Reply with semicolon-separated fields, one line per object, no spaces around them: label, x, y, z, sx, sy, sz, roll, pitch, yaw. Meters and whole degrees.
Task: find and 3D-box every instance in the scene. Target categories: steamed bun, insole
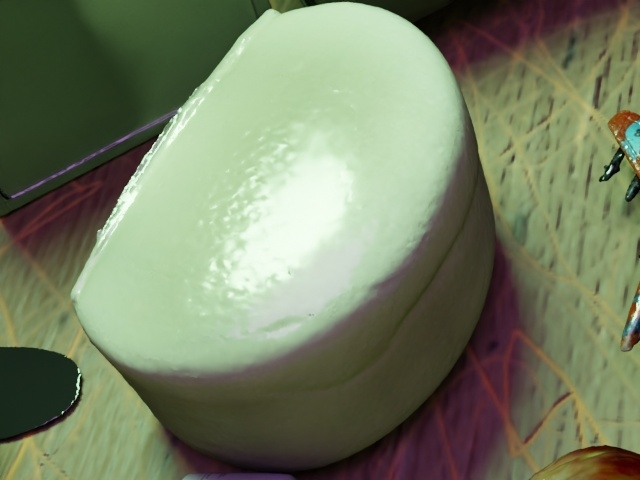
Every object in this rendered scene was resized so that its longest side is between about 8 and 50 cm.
steamed bun;0.000;0.000;0.598;0.164;0.146;0.242;20;65;29
insole;-0.234;0.096;0.681;0.188;0.004;0.064;-5;57;11

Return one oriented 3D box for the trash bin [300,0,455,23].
trash bin;0.071;-0.263;0.721;0.250;0.220;0.219;-31;55;2

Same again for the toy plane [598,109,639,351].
toy plane;0.202;-0.013;0.611;0.130;0.061;0.189;22;70;24

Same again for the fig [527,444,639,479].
fig;0.116;0.218;0.453;0.159;0.159;0.257;18;83;23

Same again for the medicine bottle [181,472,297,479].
medicine bottle;-0.029;0.145;0.570;0.089;0.052;0.052;-2;58;13

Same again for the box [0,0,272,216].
box;-0.165;-0.166;0.699;0.225;0.225;0.117;-28;56;-6
